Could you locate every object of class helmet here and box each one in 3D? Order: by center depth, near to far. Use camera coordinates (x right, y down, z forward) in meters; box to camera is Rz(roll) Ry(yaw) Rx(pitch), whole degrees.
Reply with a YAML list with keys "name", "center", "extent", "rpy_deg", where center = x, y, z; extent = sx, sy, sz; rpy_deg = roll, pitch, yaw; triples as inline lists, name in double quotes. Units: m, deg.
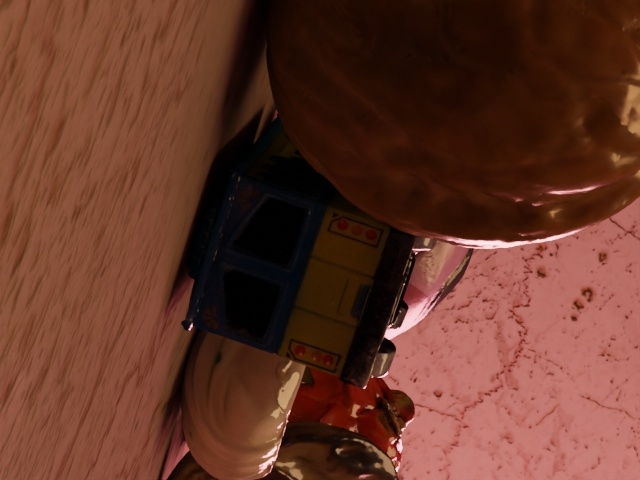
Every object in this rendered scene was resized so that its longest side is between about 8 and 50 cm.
- name: "helmet"
  center: [0.056, -0.004, 2.191]
  extent: [0.253, 0.198, 0.154]
  rpy_deg: [-29, 156, -22]

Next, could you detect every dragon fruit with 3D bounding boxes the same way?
- name: "dragon fruit"
  center: [-0.023, 0.183, 2.090]
  extent: [0.224, 0.227, 0.224]
  rpy_deg: [-164, -90, -85]

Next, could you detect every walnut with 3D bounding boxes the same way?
- name: "walnut"
  center: [0.123, -0.143, 1.443]
  extent: [0.333, 0.332, 0.333]
  rpy_deg: [19, 90, -88]

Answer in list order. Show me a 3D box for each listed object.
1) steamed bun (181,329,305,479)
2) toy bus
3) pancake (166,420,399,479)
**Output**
- name: "steamed bun"
  center: [-0.073, 0.131, 1.828]
  extent: [0.183, 0.106, 0.183]
  rpy_deg: [-160, -90, -89]
- name: "toy bus"
  center: [0.000, 0.000, 1.602]
  extent: [0.288, 0.175, 0.138]
  rpy_deg: [-63, 172, -76]
- name: "pancake"
  center: [-0.044, 0.286, 2.003]
  extent: [0.049, 0.294, 0.294]
  rpy_deg: [-100, -159, -48]
